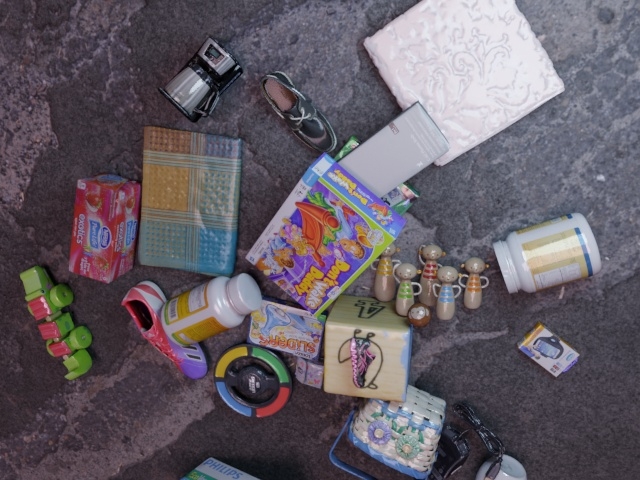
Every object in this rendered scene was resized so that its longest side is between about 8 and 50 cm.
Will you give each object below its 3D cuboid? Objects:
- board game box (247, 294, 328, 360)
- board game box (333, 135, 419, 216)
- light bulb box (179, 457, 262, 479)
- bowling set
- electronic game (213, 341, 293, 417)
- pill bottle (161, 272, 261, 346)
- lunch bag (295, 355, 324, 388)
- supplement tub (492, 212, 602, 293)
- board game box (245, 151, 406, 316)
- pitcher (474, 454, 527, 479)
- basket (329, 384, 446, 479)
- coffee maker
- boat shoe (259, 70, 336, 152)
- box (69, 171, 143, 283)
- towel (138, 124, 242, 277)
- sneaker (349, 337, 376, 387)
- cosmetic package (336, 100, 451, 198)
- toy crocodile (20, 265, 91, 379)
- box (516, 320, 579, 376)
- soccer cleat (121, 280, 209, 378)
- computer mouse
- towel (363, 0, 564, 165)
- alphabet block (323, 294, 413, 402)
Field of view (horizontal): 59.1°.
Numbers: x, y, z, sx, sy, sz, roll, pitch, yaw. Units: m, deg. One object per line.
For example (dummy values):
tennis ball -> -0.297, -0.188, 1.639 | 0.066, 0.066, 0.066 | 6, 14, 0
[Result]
board game box -> -0.089, 0.230, 1.501 | 0.201, 0.035, 0.136 | 12, 108, 9
board game box -> 0.057, -0.065, 1.380 | 0.213, 0.046, 0.317 | 42, 110, -1
light bulb box -> -0.240, 0.853, 1.544 | 0.357, 0.225, 0.362 | 2, 108, 42
bowling set -> 0.254, 0.100, 1.310 | 0.286, 0.200, 0.154 | 2, 105, 8
electronic game -> -0.187, 0.389, 1.561 | 0.229, 0.048, 0.230 | 3, 106, 11
pill bottle -> -0.279, 0.175, 1.464 | 0.245, 0.136, 0.137 | -24, 99, 23
lunch bag -> -0.027, 0.349, 1.513 | 0.083, 0.053, 0.071 | 15, 107, 17
supplement tub -> 0.501, 0.033, 1.258 | 0.199, 0.144, 0.145 | -19, 101, 17
board game box -> 0.000, 0.000, 1.296 | 0.233, 0.078, 0.347 | 40, 133, 0
pitcher -> 0.454, 0.672, 1.434 | 0.125, 0.178, 0.207 | 12, 110, -13
basket -> 0.173, 0.504, 1.431 | 0.254, 0.201, 0.289 | 22, 113, 12
coffee maker -> -0.280, -0.377, 1.323 | 0.178, 0.171, 0.120 | -46, 115, -1
boat shoe -> -0.055, -0.295, 1.324 | 0.084, 0.079, 0.233 | -39, 96, 18
box -> -0.560, -0.036, 1.479 | 0.122, 0.128, 0.257 | 16, 108, 7
towel -> -0.338, -0.097, 1.464 | 0.271, 0.040, 0.371 | 9, 105, 9
sneaker -> 0.098, 0.275, 1.269 | 0.057, 0.047, 0.120 | -6, 105, 2
cosmetic package -> 0.153, -0.187, 1.245 | 0.238, 0.107, 0.127 | -37, 97, 18
toy crocodile -> -0.758, 0.235, 1.612 | 0.115, 0.105, 0.341 | -18, 101, 16
box -> 0.560, 0.270, 1.375 | 0.136, 0.028, 0.081 | 37, 110, 2
soccer cleat -> -0.426, 0.262, 1.541 | 0.108, 0.116, 0.318 | -30, 97, 18
computer mouse -> 0.363, 0.568, 1.458 | 0.184, 0.060, 0.262 | 41, 107, 36
towel -> 0.308, -0.381, 1.232 | 0.316, 0.053, 0.332 | -31, 98, 18
alphabet block -> 0.122, 0.257, 1.381 | 0.196, 0.193, 0.193 | 4, 105, 11
